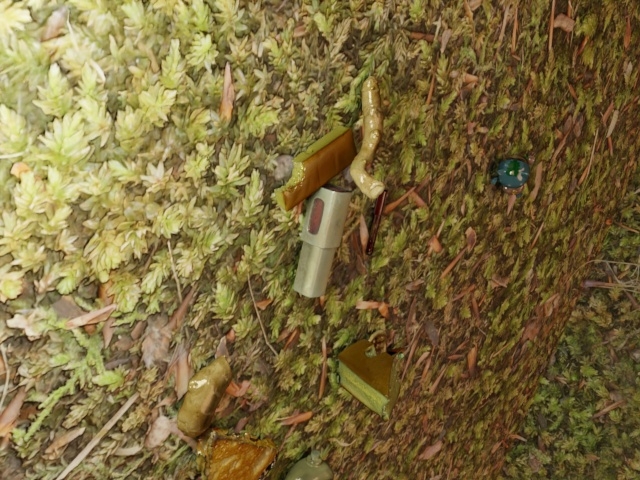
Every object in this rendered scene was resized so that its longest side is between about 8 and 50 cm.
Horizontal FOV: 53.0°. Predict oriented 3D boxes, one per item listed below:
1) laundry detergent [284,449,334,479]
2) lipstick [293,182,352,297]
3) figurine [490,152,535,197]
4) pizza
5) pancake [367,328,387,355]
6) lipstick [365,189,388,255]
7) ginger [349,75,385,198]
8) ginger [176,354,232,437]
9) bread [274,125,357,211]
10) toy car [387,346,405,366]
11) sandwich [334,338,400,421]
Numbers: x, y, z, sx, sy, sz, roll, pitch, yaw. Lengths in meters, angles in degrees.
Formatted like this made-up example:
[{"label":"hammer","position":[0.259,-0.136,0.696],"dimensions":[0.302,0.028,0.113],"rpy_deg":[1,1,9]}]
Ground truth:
[{"label":"laundry detergent","position":[-0.041,0.689,1.752],"dimensions":[0.181,0.091,0.253],"rpy_deg":[-3,111,-44]},{"label":"lipstick","position":[0.000,0.000,1.447],"dimensions":[0.077,0.079,0.253],"rpy_deg":[-6,115,-50]},{"label":"figurine","position":[0.628,-0.218,2.077],"dimensions":[0.145,0.114,0.178],"rpy_deg":[-62,155,-17]},{"label":"pizza","position":[-0.232,0.543,1.459],"dimensions":[0.251,0.074,0.287],"rpy_deg":[-58,141,-11]},{"label":"pancake","position":[0.153,0.320,1.845],"dimensions":[0.139,0.022,0.140],"rpy_deg":[-28,129,-40]},{"label":"lipstick","position":[0.142,-0.045,1.637],"dimensions":[0.027,0.027,0.177],"rpy_deg":[-11,118,-47]},{"label":"ginger","position":[0.108,-0.227,1.391],"dimensions":[0.089,0.075,0.288],"rpy_deg":[117,-20,-66]},{"label":"ginger","position":[-0.243,0.326,1.335],"dimensions":[0.190,0.068,0.095],"rpy_deg":[-66,165,-2]},{"label":"bread","position":[-0.012,-0.157,1.372],"dimensions":[0.226,0.049,0.088],"rpy_deg":[-39,136,-30]},{"label":"toy car","position":[0.203,0.359,1.900],"dimensions":[0.035,0.059,0.122],"rpy_deg":[49,65,-18]},{"label":"sandwich","position":[0.144,0.367,1.680],"dimensions":[0.128,0.235,0.122],"rpy_deg":[-27,119,-21]}]
